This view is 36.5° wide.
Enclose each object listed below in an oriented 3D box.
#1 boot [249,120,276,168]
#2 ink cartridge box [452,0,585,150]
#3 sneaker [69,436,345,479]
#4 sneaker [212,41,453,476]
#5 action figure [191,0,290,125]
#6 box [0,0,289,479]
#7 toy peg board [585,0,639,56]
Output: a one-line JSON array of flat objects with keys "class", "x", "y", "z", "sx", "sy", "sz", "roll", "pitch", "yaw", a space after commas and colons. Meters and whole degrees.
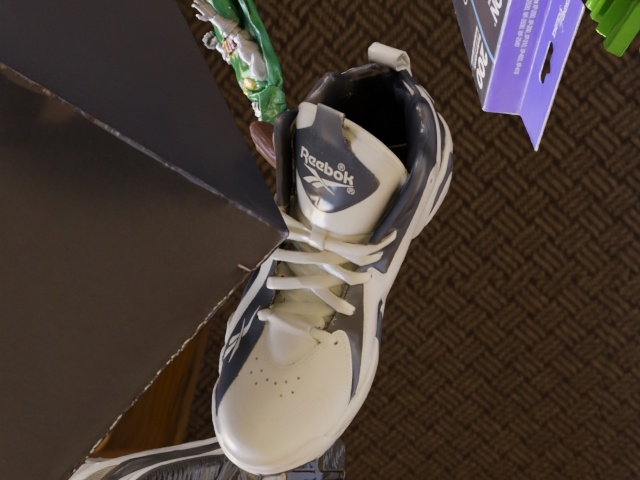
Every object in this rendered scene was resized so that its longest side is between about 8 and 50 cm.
[{"class": "boot", "x": -0.010, "y": -0.051, "z": 0.836, "sx": 0.037, "sy": 0.114, "sz": 0.106, "roll": -44, "pitch": 130, "yaw": -4}, {"class": "ink cartridge box", "x": 0.172, "y": -0.219, "z": 0.895, "sx": 0.045, "sy": 0.208, "sz": 0.206, "roll": -9, "pitch": 151, "yaw": -5}, {"class": "sneaker", "x": -0.172, "y": 0.285, "z": 1.174, "sx": 0.257, "sy": 0.447, "sz": 0.169, "roll": 2, "pitch": 87, "yaw": 35}, {"class": "sneaker", "x": 0.000, "y": 0.000, "z": 0.509, "sx": 0.094, "sy": 0.235, "sz": 0.153, "roll": 27, "pitch": 163, "yaw": 21}, {"class": "action figure", "x": -0.085, "y": -0.210, "z": 0.921, "sx": 0.063, "sy": 0.137, "sz": 0.232, "roll": -24, "pitch": 79, "yaw": -6}, {"class": "box", "x": -0.218, "y": -0.020, "z": 0.518, "sx": 0.179, "sy": 0.343, "sz": 0.312, "roll": 32, "pitch": 107, "yaw": -34}, {"class": "toy peg board", "x": 0.345, "y": -0.222, "z": 0.962, "sx": 0.160, "sy": 0.161, "sz": 0.079, "roll": 22, "pitch": 124, "yaw": -11}]
